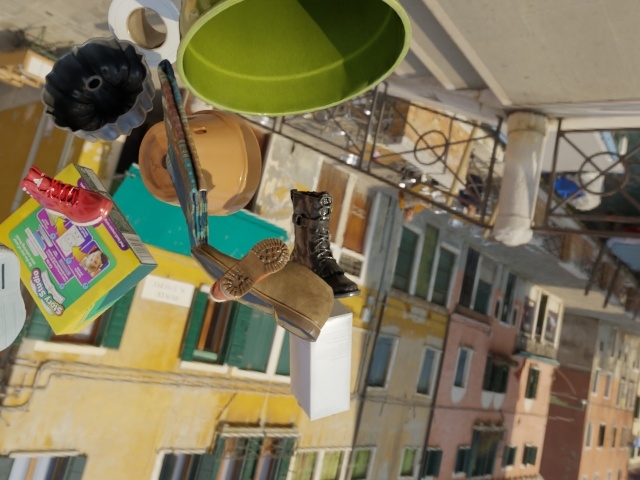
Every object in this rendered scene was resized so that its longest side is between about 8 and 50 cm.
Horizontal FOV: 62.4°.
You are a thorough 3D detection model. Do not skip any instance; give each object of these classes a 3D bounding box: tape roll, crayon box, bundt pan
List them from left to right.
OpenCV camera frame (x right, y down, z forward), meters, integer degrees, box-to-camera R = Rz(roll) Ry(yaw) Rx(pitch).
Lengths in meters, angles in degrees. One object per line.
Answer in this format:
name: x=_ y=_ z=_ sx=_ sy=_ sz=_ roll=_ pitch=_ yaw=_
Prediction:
crayon box: x=-0.686 y=0.025 z=1.475 sx=0.363 sy=0.313 sz=0.106 roll=53 pitch=-173 yaw=11
bundt pan: x=-0.635 y=-0.428 z=1.557 sx=0.330 sy=0.331 sz=0.124 roll=11 pitch=162 yaw=13
tape roll: x=-0.524 y=-0.698 z=1.681 sx=0.246 sy=0.169 sz=0.246 roll=3 pitch=128 yaw=4

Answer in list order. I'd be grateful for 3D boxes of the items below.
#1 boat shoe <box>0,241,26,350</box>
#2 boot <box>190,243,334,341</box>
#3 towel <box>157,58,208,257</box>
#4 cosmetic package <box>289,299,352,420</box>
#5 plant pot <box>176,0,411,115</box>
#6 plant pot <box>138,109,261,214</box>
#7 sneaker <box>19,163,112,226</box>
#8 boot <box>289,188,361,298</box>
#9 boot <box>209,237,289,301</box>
boat shoe: x=-0.568 y=0.093 z=0.925 sx=0.076 sy=0.226 sz=0.083 roll=38 pitch=-152 yaw=28
boot: x=-0.114 y=0.078 z=1.059 sx=0.305 sy=0.115 sz=0.112 roll=31 pitch=159 yaw=2
towel: x=-0.272 y=-0.133 z=1.049 sx=0.040 sy=0.271 sz=0.370 roll=-15 pitch=164 yaw=-17
cosmetic package: x=-0.006 y=0.374 z=1.742 sx=0.155 sy=0.366 sz=0.197 roll=-10 pitch=-157 yaw=-23
plant pot: x=-0.069 y=-0.449 z=0.867 sx=0.366 sy=0.353 sz=0.366 roll=-10 pitch=168 yaw=-2
plant pot: x=-0.329 y=-0.203 z=1.384 sx=0.291 sy=0.291 sz=0.203 roll=8 pitch=-170 yaw=29
sneaker: x=-0.570 y=-0.098 z=1.151 sx=0.221 sy=0.087 sz=0.128 roll=6 pitch=157 yaw=26
boot: x=0.000 y=0.000 z=1.223 sx=0.091 sy=0.229 sz=0.263 roll=-7 pitch=-160 yaw=-40
boot: x=-0.123 y=0.050 z=0.902 sx=0.059 sy=0.158 sz=0.084 roll=56 pitch=141 yaw=-3
